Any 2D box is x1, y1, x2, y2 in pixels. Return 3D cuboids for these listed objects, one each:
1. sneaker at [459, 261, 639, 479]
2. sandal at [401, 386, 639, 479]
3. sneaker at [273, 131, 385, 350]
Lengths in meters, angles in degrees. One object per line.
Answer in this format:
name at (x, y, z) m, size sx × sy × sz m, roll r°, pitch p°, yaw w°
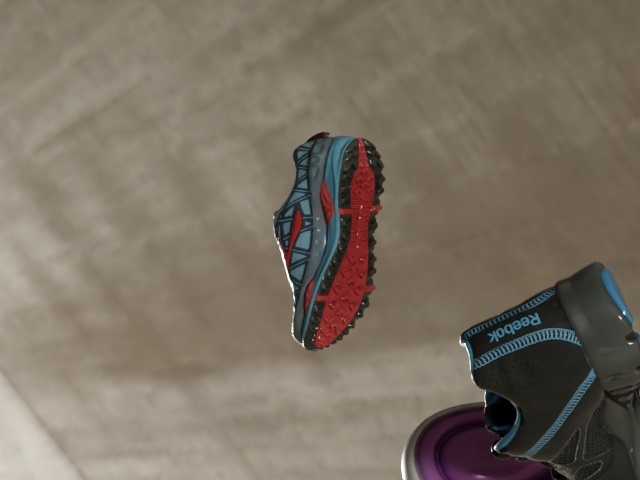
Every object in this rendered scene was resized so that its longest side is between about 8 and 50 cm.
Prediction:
sneaker at (0.206, 0.143, 1.597) m, size 0.139 × 0.341 × 0.125 m, roll -20°, pitch -130°, yaw 3°
sandal at (0.286, 0.190, 1.832) m, size 0.416 × 0.169 × 0.102 m, roll -15°, pitch 155°, yaw -15°
sneaker at (0.000, 0.000, 2.263) m, size 0.125 × 0.262 × 0.104 m, roll 14°, pitch -175°, yaw 41°
